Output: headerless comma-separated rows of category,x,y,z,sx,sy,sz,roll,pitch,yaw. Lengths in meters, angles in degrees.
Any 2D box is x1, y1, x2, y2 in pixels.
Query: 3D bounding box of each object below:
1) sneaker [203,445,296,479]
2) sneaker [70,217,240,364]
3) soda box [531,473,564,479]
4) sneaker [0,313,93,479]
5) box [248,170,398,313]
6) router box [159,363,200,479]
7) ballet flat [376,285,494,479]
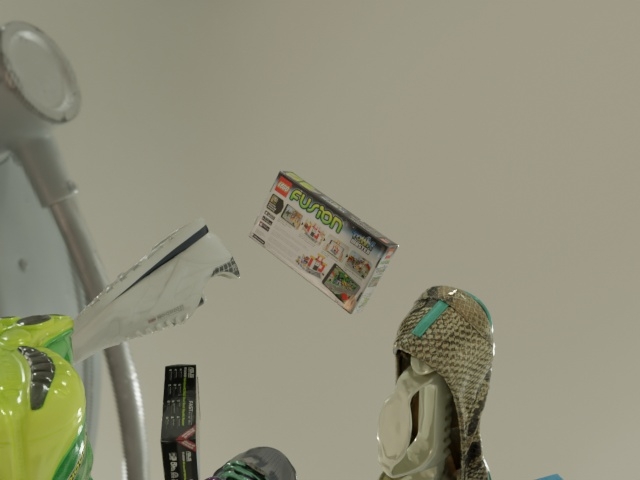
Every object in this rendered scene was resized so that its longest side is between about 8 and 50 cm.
sneaker,-0.054,0.187,0.527,0.083,0.224,0.098,22,-70,8
sneaker,-0.201,0.074,0.902,0.235,0.090,0.095,-40,-77,-17
soda box,0.246,0.374,1.018,0.210,0.071,0.067,-5,-62,-26
sneaker,-0.217,0.123,0.531,0.109,0.295,0.124,-4,-82,-19
box,0.000,0.000,1.107,0.207,0.036,0.114,37,-71,25
router box,-0.154,0.212,0.861,0.038,0.122,0.092,-2,-59,-7
ballet flat,0.149,0.283,1.092,0.164,0.182,0.483,25,-43,36
